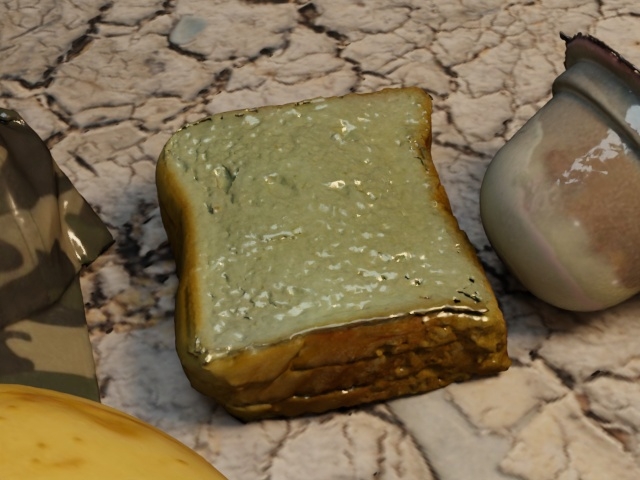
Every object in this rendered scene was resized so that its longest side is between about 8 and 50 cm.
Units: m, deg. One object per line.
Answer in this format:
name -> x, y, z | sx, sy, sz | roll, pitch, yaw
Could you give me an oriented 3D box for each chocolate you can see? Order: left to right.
chocolate -> 0.191, -0.021, 0.908 | 0.147, 0.221, 0.221 | -43, 51, 5

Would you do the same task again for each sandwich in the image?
sandwich -> 0.000, -0.001, 0.943 | 0.226, 0.087, 0.251 | -12, 46, -3

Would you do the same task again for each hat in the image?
hat -> -0.311, 0.050, 0.861 | 0.366, 0.257, 0.381 | -20, 28, -9

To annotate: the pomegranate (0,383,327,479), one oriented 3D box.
pomegranate -> -0.129, 0.225, 0.561 | 0.410, 0.410, 0.410 | -3, 46, 3
